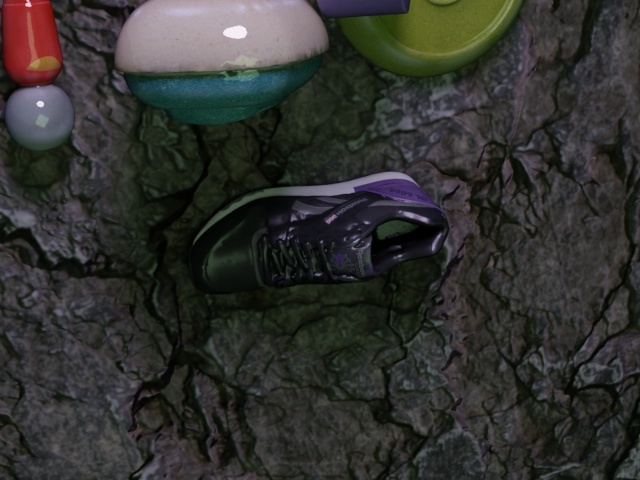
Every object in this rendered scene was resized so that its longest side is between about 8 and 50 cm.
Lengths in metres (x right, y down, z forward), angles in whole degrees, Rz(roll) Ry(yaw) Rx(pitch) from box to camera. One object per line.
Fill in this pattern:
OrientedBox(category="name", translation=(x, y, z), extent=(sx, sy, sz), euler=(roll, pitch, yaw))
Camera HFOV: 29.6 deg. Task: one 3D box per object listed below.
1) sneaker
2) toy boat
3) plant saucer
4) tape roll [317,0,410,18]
OrientedBox(category="sneaker", translation=(0.000, 0.000, 1.298), extent=(0.283, 0.124, 0.107), euler=(-17, 117, -13))
OrientedBox(category="toy boat", translation=(-0.150, -0.161, 1.136), extent=(0.318, 0.267, 0.148), euler=(0, 105, 12))
OrientedBox(category="plant saucer", translation=(0.125, -0.285, 1.275), extent=(0.241, 0.037, 0.241), euler=(-8, 114, -18))
OrientedBox(category="tape roll", translation=(0.038, -0.304, 1.125), extent=(0.080, 0.189, 0.189), euler=(-1, 115, 9))
